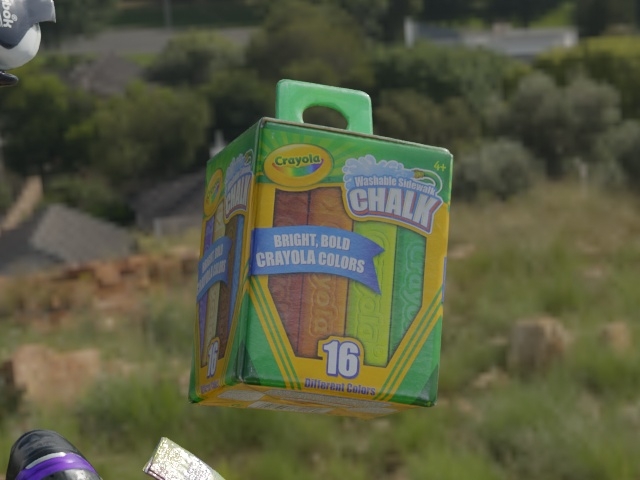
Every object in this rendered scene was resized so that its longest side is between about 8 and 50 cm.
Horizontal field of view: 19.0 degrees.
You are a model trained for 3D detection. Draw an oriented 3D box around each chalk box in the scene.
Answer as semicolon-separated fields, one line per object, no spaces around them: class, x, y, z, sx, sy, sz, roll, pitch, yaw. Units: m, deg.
chalk box;0.000;0.000;1.221;0.132;0.213;0.132;7;-11;-17

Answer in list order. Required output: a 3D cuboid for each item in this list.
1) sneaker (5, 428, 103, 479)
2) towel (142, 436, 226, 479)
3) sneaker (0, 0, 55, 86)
sneaker;-0.207;0.273;1.646;0.102;0.293;0.146;-20;43;-16
towel;-0.133;0.232;1.887;0.083;0.009;0.060;34;32;-7
sneaker;-0.235;-0.147;1.117;0.153;0.094;0.235;-2;-21;-3
